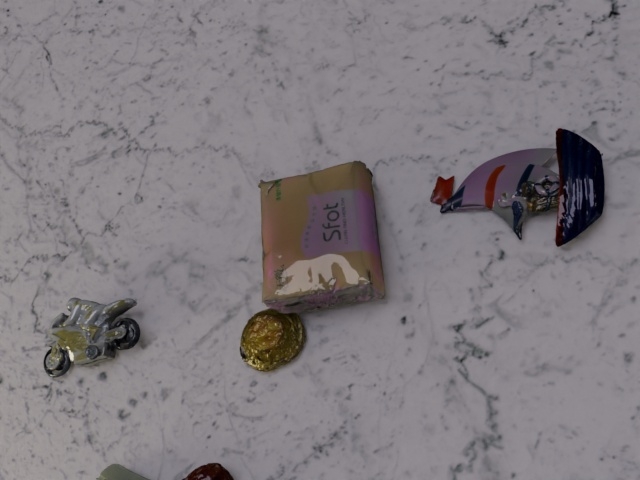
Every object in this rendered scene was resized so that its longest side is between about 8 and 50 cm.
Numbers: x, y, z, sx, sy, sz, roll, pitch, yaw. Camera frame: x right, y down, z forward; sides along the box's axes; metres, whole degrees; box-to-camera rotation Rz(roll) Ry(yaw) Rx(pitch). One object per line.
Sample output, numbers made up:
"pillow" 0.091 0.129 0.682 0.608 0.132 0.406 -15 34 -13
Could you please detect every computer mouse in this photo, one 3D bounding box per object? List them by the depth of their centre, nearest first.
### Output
"computer mouse" -0.341 0.456 1.971 0.182 0.056 0.089 20 70 28

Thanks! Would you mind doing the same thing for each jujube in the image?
"jujube" -0.212 0.437 1.918 0.129 0.077 0.077 -31 59 9

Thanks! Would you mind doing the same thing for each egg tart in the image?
"egg tart" -0.090 0.176 2.006 0.130 0.052 0.130 -9 61 16

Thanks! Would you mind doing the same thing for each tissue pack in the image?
"tissue pack" 0.000 0.000 2.010 0.215 0.123 0.256 -12 63 13

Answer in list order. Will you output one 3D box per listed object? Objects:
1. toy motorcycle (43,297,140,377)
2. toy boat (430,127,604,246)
"toy motorcycle" -0.450 0.173 2.136 0.229 0.074 0.151 -24 65 20
"toy boat" 0.365 -0.109 1.965 0.318 0.072 0.219 20 77 38
